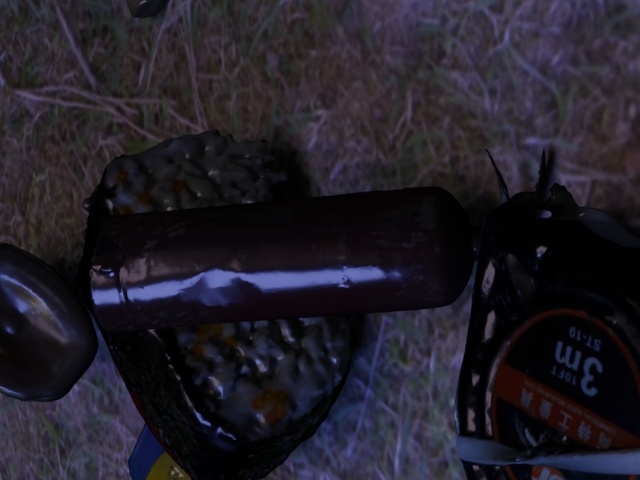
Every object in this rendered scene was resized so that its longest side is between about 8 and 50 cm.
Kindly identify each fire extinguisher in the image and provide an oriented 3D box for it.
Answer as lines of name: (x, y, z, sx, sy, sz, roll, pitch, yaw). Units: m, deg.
fire extinguisher: (0.000, 0.000, 1.039, 0.267, 0.072, 0.089, -5, 99, 13)

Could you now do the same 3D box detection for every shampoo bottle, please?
shampoo bottle: (-0.224, 0.055, 1.298, 0.125, 0.084, 0.350, 44, 172, -8)

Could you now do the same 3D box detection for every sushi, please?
sushi: (-0.072, 0.046, 1.165, 0.225, 0.136, 0.126, 69, 157, 15)

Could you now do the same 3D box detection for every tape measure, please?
tape measure: (0.152, 0.085, 0.911, 0.182, 0.107, 0.181, 30, 114, 46)

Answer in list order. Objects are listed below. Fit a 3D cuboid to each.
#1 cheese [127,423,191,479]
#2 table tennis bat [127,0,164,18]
cheese: (-0.085, 0.221, 1.262, 0.156, 0.064, 0.250, -62, 39, 33)
table tennis bat: (-0.160, -0.277, 1.335, 0.138, 0.022, 0.247, -40, 62, 46)
